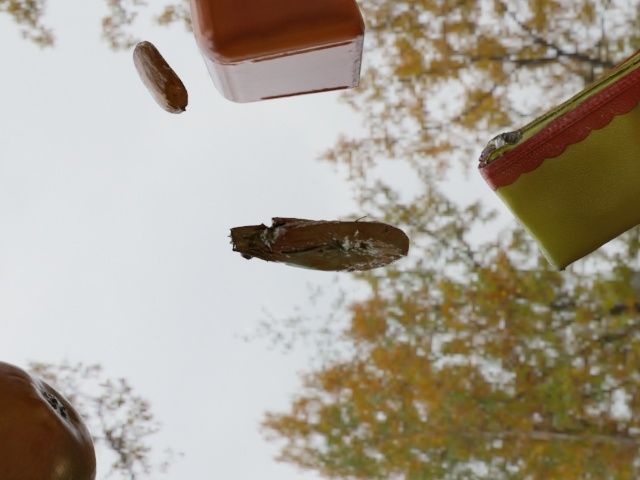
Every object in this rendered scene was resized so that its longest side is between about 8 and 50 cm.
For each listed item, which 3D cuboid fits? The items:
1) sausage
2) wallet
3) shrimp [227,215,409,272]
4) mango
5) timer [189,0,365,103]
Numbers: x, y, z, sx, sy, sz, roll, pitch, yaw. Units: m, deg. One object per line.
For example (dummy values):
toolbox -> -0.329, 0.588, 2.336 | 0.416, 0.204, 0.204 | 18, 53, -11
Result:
sausage -> -0.259, -0.262, 1.868 | 0.054, 0.183, 0.062 | -5, -43, -39
wallet -> 0.269, -0.083, 1.024 | 0.141, 0.241, 0.067 | 47, -155, -19
shrimp -> 0.000, -0.002, 1.324 | 0.217, 0.115, 0.051 | 6, -122, -18
mango -> -0.308, 0.230, 0.954 | 0.317, 0.173, 0.211 | -50, -23, 23
timer -> -0.055, -0.287, 1.207 | 0.257, 0.161, 0.250 | 82, 178, -84
